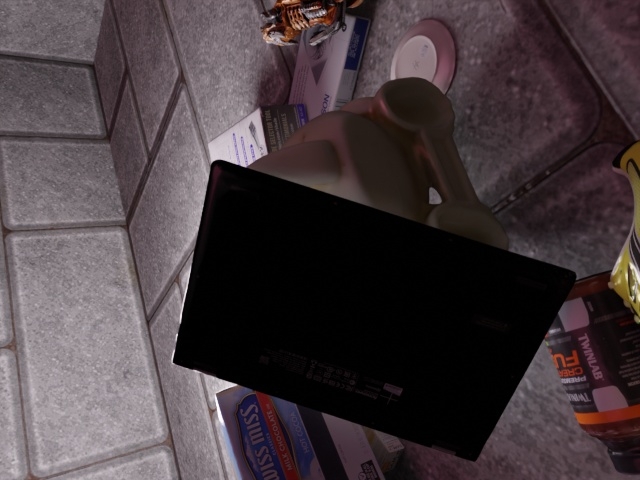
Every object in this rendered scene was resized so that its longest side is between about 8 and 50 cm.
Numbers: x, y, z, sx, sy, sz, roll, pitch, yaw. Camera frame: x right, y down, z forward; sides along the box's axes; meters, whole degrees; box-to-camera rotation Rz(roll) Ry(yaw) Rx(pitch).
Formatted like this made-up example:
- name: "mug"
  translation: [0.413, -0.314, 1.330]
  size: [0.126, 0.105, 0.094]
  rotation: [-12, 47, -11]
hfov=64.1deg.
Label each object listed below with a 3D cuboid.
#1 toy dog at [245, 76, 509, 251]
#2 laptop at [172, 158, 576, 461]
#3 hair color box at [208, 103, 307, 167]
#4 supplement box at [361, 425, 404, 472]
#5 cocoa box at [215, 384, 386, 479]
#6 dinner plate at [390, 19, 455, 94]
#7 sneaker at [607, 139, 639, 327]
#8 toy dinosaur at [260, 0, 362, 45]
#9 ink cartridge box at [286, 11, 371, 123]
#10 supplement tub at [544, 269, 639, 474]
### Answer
- name: "toy dog"
  translation: [0.000, 0.000, 0.761]
  size: [0.407, 0.395, 0.285]
  rotation: [-34, 78, 45]
- name: "laptop"
  translation: [0.033, 0.111, 0.684]
  size: [0.236, 0.381, 0.408]
  rotation: [-71, -1, -66]
- name: "hair color box"
  translation: [-0.138, -0.167, 1.136]
  size: [0.338, 0.110, 0.185]
  rotation: [-3, 98, 62]
- name: "supplement box"
  translation: [0.104, 0.367, 0.944]
  size: [0.098, 0.036, 0.062]
  rotation: [49, 132, 43]
- name: "cocoa box"
  translation: [-0.033, 0.428, 0.935]
  size: [0.232, 0.227, 0.347]
  rotation: [101, 148, -56]
- name: "dinner plate"
  translation: [0.155, -0.275, 0.810]
  size: [0.141, 0.017, 0.141]
  rotation: [8, 100, 54]
- name: "sneaker"
  translation: [0.359, 0.072, 0.467]
  size: [0.147, 0.145, 0.385]
  rotation: [-8, 77, 63]
- name: "toy dinosaur"
  translation: [0.026, -0.463, 0.876]
  size: [0.321, 0.164, 0.219]
  rotation: [-17, 79, 12]
- name: "ink cartridge box"
  translation: [-0.007, -0.345, 1.012]
  size: [0.224, 0.045, 0.224]
  rotation: [42, 127, 46]
- name: "supplement tub"
  translation: [0.313, 0.138, 0.550]
  size: [0.106, 0.106, 0.198]
  rotation: [-38, 62, 51]
